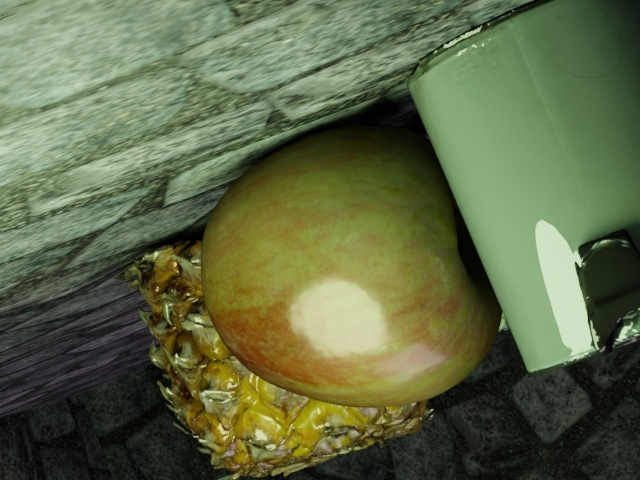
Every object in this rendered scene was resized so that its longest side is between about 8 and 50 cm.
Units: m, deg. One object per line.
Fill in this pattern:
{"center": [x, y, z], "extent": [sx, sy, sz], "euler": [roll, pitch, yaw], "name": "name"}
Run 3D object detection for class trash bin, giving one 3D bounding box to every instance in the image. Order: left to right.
{"center": [0.216, -0.052, 1.299], "extent": [0.217, 0.262, 0.277], "euler": [-24, 176, 14], "name": "trash bin"}

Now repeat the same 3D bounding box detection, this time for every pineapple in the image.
{"center": [-0.033, 0.102, 1.810], "extent": [0.352, 0.300, 0.352], "euler": [-16, 176, -1], "name": "pineapple"}

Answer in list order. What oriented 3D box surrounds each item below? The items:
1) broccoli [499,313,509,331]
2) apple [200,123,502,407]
{"center": [0.204, -0.024, 1.621], "extent": [0.288, 0.235, 0.260], "euler": [-16, 168, -2], "name": "broccoli"}
{"center": [0.026, 0.028, 1.417], "extent": [0.234, 0.257, 0.257], "euler": [-21, 176, 16], "name": "apple"}
